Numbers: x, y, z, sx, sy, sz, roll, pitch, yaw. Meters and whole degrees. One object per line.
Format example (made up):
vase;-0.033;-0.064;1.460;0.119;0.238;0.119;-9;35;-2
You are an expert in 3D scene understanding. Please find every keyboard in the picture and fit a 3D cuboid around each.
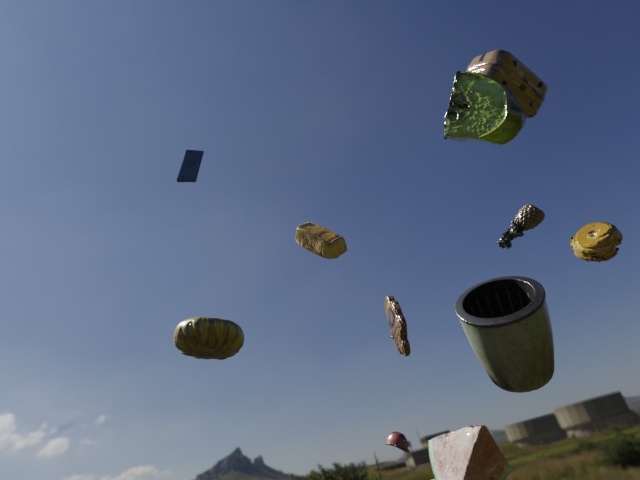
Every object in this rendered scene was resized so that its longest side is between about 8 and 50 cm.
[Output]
keyboard;-0.389;-0.224;1.390;0.055;0.176;0.014;0;-51;-5

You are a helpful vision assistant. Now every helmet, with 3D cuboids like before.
helmet;0.250;0.637;1.476;0.084;0.049;0.065;5;-22;36

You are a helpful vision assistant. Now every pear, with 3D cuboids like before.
pear;0.576;-0.452;1.592;0.256;0.238;0.164;15;8;40

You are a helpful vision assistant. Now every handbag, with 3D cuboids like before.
handbag;0.691;-0.598;1.815;0.302;0.149;0.283;23;-1;-25

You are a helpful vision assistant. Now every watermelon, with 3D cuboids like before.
watermelon;0.559;0.811;1.673;0.283;0.250;0.292;-9;-30;-2

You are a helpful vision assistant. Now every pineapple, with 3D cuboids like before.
pineapple;0.949;-0.059;2.217;0.251;0.125;0.125;-49;-37;8

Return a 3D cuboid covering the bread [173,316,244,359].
bread;-0.340;0.305;1.420;0.214;0.104;0.213;1;-36;1

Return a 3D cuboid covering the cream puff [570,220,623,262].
cream puff;0.796;0.009;1.334;0.104;0.119;0.133;36;-56;-19

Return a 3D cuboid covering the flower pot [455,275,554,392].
flower pot;0.654;0.334;1.613;0.294;0.293;0.330;-19;-71;8

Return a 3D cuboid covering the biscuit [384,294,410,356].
biscuit;0.313;0.358;1.934;0.041;0.290;0.208;-9;-50;-5

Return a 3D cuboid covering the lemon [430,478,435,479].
lemon;0.488;1.047;1.780;0.261;0.260;0.284;-28;-46;23

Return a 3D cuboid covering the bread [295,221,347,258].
bread;0.000;0.000;2.437;0.153;0.288;0.119;-26;-51;-38
